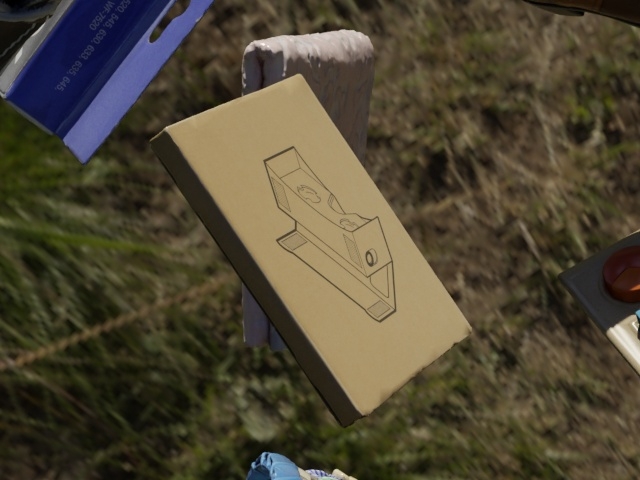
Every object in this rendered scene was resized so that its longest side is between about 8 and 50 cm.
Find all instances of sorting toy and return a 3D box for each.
[{"bbox_3d":[0.406,0.014,1.784,0.307,0.041,0.229,-28,37,-5],"label":"sorting toy"}]

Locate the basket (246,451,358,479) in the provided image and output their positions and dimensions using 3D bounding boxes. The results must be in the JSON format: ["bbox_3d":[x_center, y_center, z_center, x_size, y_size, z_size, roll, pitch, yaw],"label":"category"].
[{"bbox_3d":[-0.060,0.244,1.265,0.289,0.255,0.201,9,86,-10],"label":"basket"}]

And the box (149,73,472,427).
[{"bbox_3d":[0.000,0.000,1.115,0.021,0.164,0.201,-36,87,33],"label":"box"}]

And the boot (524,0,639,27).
[{"bbox_3d":[0.225,-0.292,1.742,0.264,0.280,0.096,16,87,45],"label":"boot"}]

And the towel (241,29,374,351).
[{"bbox_3d":[-0.008,-0.062,1.954,0.053,0.332,0.317,3,98,17],"label":"towel"}]

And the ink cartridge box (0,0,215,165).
[{"bbox_3d":[-0.184,-0.249,1.579,0.303,0.072,0.307,-52,34,2],"label":"ink cartridge box"}]

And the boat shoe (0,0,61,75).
[{"bbox_3d":[-0.172,-0.167,1.007,0.301,0.108,0.102,-55,40,31],"label":"boat shoe"}]
